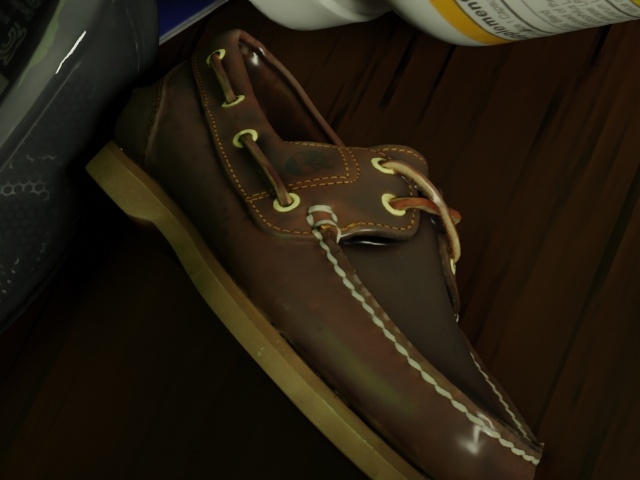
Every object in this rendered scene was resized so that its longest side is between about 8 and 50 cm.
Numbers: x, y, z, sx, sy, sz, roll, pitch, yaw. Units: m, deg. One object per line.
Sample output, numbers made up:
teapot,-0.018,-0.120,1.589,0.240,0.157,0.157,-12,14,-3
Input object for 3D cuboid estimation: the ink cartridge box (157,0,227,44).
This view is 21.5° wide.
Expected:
ink cartridge box,-0.098,-0.220,0.721,0.175,0.069,0.371,-31,47,14

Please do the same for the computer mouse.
computer mouse,-0.139,-0.011,0.588,0.272,0.072,0.188,-54,45,7

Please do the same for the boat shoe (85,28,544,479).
boat shoe,0.000,0.000,0.465,0.073,0.073,0.207,-46,43,1

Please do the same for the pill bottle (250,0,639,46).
pill bottle,0.073,-0.118,0.470,0.208,0.117,0.118,-8,54,33
